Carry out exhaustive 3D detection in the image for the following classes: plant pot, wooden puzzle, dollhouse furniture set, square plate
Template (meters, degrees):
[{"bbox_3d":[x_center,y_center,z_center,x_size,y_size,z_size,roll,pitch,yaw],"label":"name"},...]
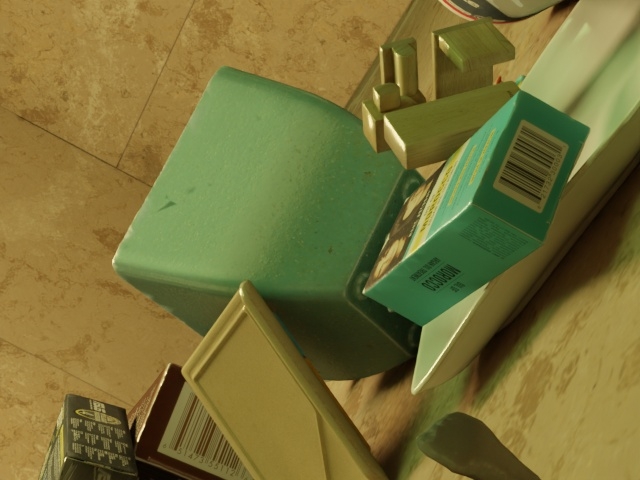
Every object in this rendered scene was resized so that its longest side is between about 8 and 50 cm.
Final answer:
[{"bbox_3d":[0.000,0.000,1.373,0.252,0.248,0.247,13,69,40],"label":"plant pot"},{"bbox_3d":[-0.034,0.168,1.284,0.044,0.221,0.239,-29,-14,-29],"label":"wooden puzzle"},{"bbox_3d":[0.112,-0.087,1.163,0.151,0.144,0.123,-120,19,-49],"label":"dollhouse furniture set"},{"bbox_3d":[0.195,-0.078,1.122,0.344,0.049,0.347,-57,8,35],"label":"square plate"}]

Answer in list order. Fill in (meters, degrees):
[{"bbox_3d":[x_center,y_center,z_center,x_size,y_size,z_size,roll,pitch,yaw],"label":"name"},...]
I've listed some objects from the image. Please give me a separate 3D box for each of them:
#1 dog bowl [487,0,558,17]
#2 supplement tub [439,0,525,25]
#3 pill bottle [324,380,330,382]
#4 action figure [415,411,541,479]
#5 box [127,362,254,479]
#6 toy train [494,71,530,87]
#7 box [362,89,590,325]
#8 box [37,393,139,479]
[{"bbox_3d":[0.246,-0.329,1.163,0.349,0.102,0.349,-42,12,11],"label":"dog bowl"},{"bbox_3d":[0.215,-0.340,1.467,0.191,0.191,0.272,-62,6,-1],"label":"supplement tub"},{"bbox_3d":[0.018,0.029,1.634,0.152,0.152,0.272,-54,9,54],"label":"pill bottle"},{"bbox_3d":[0.031,0.282,0.640,0.330,0.178,0.341,115,152,-57],"label":"action figure"},{"bbox_3d":[-0.179,0.298,1.859,0.381,0.191,0.143,132,161,-68],"label":"box"},{"bbox_3d":[0.176,-0.113,1.451,0.166,0.046,0.125,-62,6,-2],"label":"toy train"},{"bbox_3d":[0.111,-0.017,1.030,0.100,0.060,0.244,-64,7,-22],"label":"box"},{"bbox_3d":[-0.317,0.376,1.656,0.395,0.097,0.318,-163,89,-79],"label":"box"}]
